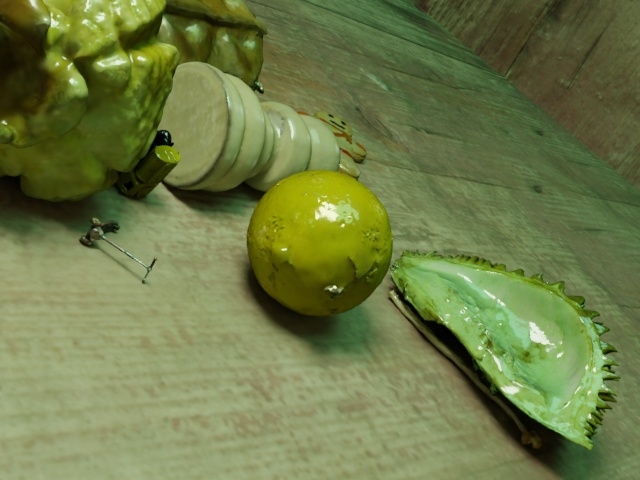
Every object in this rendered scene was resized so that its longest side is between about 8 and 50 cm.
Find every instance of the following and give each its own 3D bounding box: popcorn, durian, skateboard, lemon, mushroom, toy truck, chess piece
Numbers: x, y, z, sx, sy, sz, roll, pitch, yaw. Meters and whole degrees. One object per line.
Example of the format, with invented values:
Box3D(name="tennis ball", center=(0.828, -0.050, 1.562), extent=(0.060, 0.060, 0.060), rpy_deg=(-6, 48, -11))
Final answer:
Box3D(name="popcorn", center=(-0.268, -0.179, 0.868), extent=(0.223, 0.270, 0.258), rpy_deg=(13, 59, -3))
Box3D(name="durian", center=(0.241, 0.136, 1.142), extent=(0.198, 0.163, 0.394), rpy_deg=(-27, 53, -28))
Box3D(name="skateboard", center=(-0.208, 0.007, 0.901), extent=(0.083, 0.032, 0.064), rpy_deg=(35, 14, 8))
Box3D(name="lemon", center=(0.000, 0.000, 0.994), extent=(0.173, 0.173, 0.206), rpy_deg=(31, 16, -6))
Box3D(name="mushroom", center=(0.185, 0.165, 1.103), extent=(0.026, 0.028, 0.286), rpy_deg=(-33, 60, -17))
Box3D(name="toy truck", center=(-0.212, -0.091, 1.009), extent=(0.054, 0.083, 0.049), rpy_deg=(57, 30, 12))
Box3D(name="chess piece", center=(-0.089, -0.136, 1.181), extent=(0.167, 0.167, 0.299), rpy_deg=(48, 22, 29))

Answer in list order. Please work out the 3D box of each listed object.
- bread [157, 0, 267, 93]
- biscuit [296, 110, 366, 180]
Box3D(name="bread", center=(-0.219, -0.286, 1.218), extent=(0.196, 0.239, 0.252), rpy_deg=(4, 11, 37))
Box3D(name="biscuit", center=(0.017, -0.187, 1.528), extent=(0.153, 0.030, 0.234), rpy_deg=(33, 25, -7))
